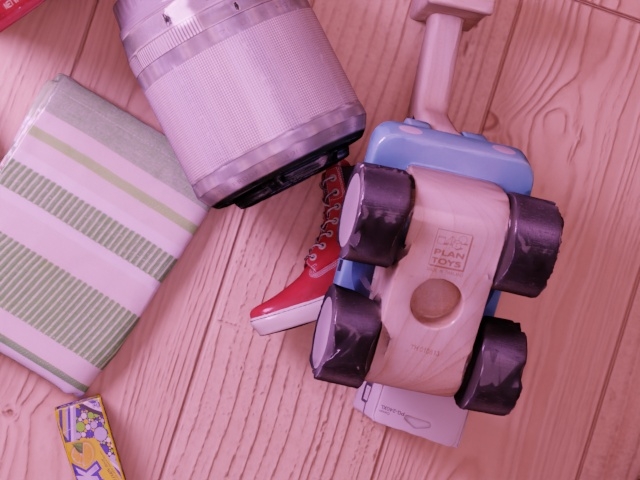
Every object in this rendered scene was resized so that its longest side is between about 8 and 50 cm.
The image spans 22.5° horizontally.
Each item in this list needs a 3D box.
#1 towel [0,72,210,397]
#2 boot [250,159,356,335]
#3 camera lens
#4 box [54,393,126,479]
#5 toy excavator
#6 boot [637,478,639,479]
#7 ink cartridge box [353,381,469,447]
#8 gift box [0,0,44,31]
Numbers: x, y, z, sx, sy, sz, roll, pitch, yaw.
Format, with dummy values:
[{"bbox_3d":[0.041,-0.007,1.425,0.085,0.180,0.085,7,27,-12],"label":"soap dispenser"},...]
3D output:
[{"bbox_3d":[-0.298,-0.005,1.924,0.248,0.038,0.325,32,84,-7],"label":"towel"},{"bbox_3d":[0.000,0.000,1.940,0.244,0.088,0.176,-26,93,-15],"label":"boot"},{"bbox_3d":[-0.091,-0.188,1.855,0.219,0.219,0.274,-27,90,-7],"label":"camera lens"},{"bbox_3d":[-0.266,0.272,1.915,0.059,0.054,0.169,-17,91,-8],"label":"box"},{"bbox_3d":[0.122,-0.075,1.840,0.222,0.445,0.433,11,109,-9],"label":"toy excavator"},{"bbox_3d":[0.477,0.375,2.015,0.190,0.076,0.208,-40,101,-4],"label":"boot"},{"bbox_3d":[0.108,0.194,1.918,0.109,0.150,0.063,19,88,-7],"label":"ink cartridge box"},{"bbox_3d":[-0.364,-0.369,1.812,0.255,0.258,0.276,-32,113,-9],"label":"gift box"}]
